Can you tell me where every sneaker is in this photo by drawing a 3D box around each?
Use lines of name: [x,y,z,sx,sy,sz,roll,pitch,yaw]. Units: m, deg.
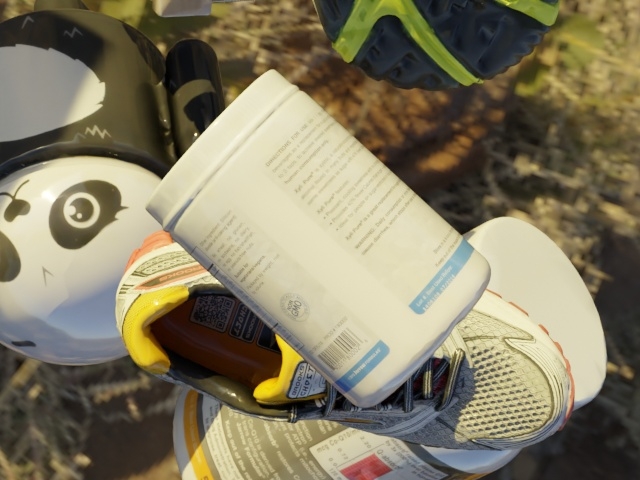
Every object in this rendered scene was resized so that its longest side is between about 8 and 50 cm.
sneaker: [0.009,0.060,0.837,0.225,0.093,0.088,11,108,0]
sneaker: [0.027,-0.254,0.730,0.145,0.147,0.385,-3,128,0]

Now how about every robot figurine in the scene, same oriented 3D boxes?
robot figurine: [-0.174,-0.047,1.204,0.173,0.278,0.209,7,135,-22]

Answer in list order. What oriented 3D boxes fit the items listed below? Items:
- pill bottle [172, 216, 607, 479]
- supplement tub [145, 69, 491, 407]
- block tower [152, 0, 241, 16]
pill bottle: [0.044,0.102,1.189,0.162,0.278,0.162,30,44,-35]
supplement tub: [0.000,0.000,0.617,0.107,0.071,0.071,44,76,0]
block tower: [-0.095,-0.222,1.062,0.097,0.335,0.091,-7,114,-17]
